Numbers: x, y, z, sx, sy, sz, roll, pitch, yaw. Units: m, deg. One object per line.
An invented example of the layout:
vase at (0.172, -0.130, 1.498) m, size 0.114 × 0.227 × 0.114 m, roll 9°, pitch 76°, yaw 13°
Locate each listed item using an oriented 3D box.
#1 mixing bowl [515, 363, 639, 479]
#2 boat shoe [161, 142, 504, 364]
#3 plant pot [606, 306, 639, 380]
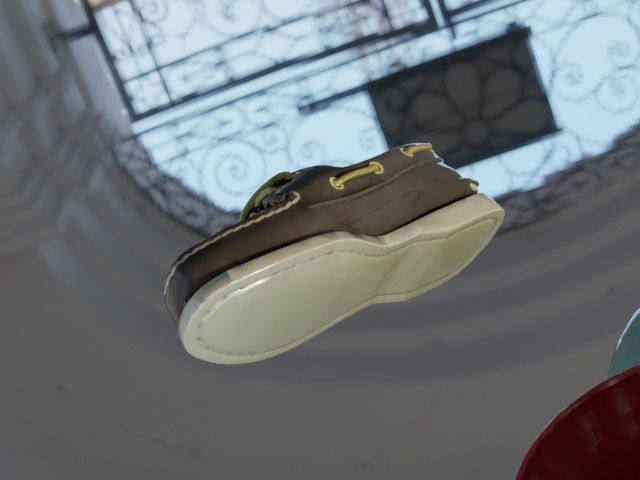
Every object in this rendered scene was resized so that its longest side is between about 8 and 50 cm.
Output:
mixing bowl at (0.190, 0.146, 0.675) m, size 0.181 × 0.098 × 0.181 m, roll -18°, pitch -150°, yaw 11°
boat shoe at (0.000, 0.000, 0.711) m, size 0.228 × 0.068 × 0.081 m, roll -15°, pitch 147°, yaw -48°
plant pot at (0.360, 0.139, 1.080) m, size 0.293 × 0.293 × 0.235 m, roll -29°, pitch -148°, yaw -21°
